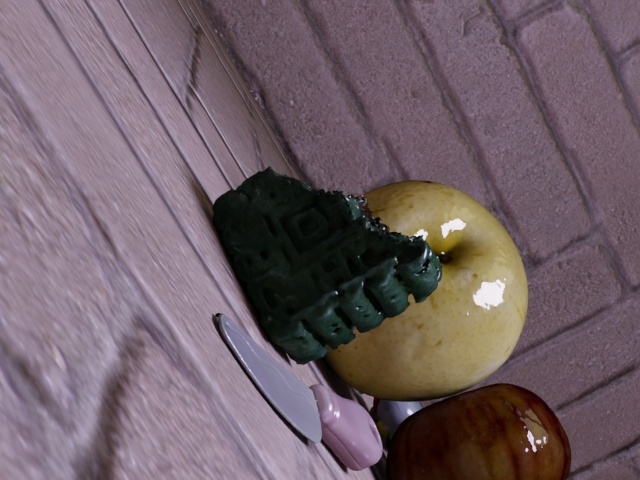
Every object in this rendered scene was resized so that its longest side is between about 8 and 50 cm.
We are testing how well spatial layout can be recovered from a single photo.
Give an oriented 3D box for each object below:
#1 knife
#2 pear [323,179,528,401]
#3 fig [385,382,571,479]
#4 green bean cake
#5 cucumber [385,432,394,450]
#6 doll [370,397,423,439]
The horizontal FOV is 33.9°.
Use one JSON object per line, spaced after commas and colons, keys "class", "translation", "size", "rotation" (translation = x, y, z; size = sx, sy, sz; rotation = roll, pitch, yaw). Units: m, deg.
{"class": "knife", "translation": [-0.017, 0.156, 0.982], "size": [0.336, 0.043, 0.081], "rotation": [44, 22, -56]}
{"class": "pear", "translation": [0.118, 0.074, 1.401], "size": [0.309, 0.309, 0.309], "rotation": [60, 4, -6]}
{"class": "fig", "translation": [0.200, 0.289, 1.334], "size": [0.214, 0.235, 0.235], "rotation": [47, 2, 6]}
{"class": "green bean cake", "translation": [0.000, 0.000, 1.112], "size": [0.208, 0.193, 0.107], "rotation": [61, 9, 28]}
{"class": "cucumber", "translation": [0.133, 0.351, 1.454], "size": [0.184, 0.033, 0.036], "rotation": [62, -19, 23]}
{"class": "doll", "translation": [0.131, 0.293, 1.554], "size": [0.245, 0.076, 0.142], "rotation": [64, -6, -24]}
